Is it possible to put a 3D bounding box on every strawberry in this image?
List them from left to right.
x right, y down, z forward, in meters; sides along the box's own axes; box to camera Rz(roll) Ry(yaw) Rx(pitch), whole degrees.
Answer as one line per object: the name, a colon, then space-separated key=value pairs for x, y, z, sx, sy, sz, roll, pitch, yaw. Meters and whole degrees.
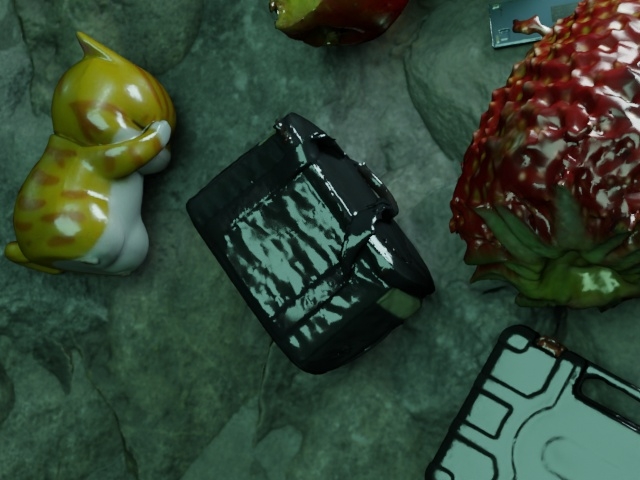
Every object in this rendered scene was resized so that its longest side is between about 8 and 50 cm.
strawberry: x=0.269 y=-0.104 z=1.395 sx=0.292 sy=0.292 sz=0.343 roll=-3 pitch=61 yaw=16

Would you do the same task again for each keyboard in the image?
keyboard: x=0.275 y=-0.251 z=1.533 sx=0.176 sy=0.014 sz=0.055 roll=-8 pitch=77 yaw=15

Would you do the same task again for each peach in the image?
peach: x=0.033 y=-0.347 z=1.549 sx=0.158 sy=0.154 sz=0.267 roll=-17 pitch=66 yaw=22

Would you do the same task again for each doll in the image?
doll: x=-0.253 y=-0.080 z=1.581 sx=0.162 sy=0.166 sz=0.270 roll=22 pitch=84 yaw=17

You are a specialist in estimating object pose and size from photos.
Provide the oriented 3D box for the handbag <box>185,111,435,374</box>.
handbag: x=0.000 y=0.000 z=1.482 sx=0.181 sy=0.181 sz=0.254 roll=-39 pitch=73 yaw=14

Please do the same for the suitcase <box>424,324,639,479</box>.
suitcase: x=0.271 y=0.234 z=1.417 sx=0.285 sy=0.066 sz=0.206 roll=28 pitch=89 yaw=19
